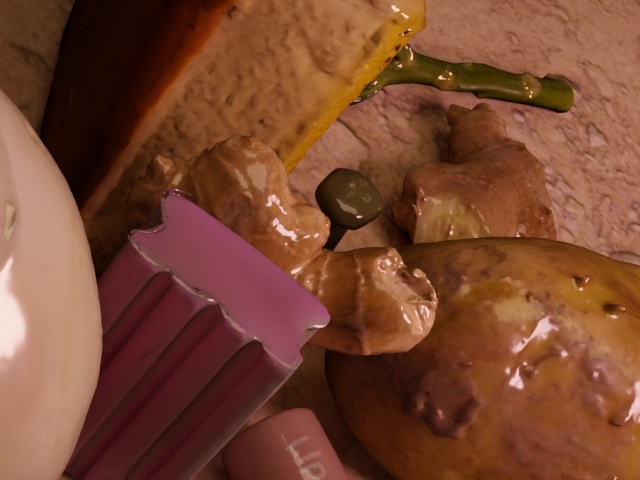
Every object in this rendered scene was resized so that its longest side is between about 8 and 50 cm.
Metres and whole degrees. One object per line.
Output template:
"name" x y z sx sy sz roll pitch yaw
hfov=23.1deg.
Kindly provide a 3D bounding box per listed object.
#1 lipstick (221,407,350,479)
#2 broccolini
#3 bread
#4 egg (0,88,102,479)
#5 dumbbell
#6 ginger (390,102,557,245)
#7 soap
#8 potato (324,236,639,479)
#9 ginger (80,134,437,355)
"lipstick" 0.022 0.229 0.977 0.070 0.070 0.254 -7 58 -41
"broccolini" 0.078 -0.148 1.400 0.392 0.078 0.074 4 40 -44
"bread" -0.064 -0.174 1.087 0.143 0.333 0.323 27 39 -22
"egg" -0.273 0.040 0.767 0.345 0.283 0.283 -8 57 -26
"dumbbell" 0.000 0.000 1.137 0.046 0.118 0.052 42 41 9
"ginger" 0.140 -0.037 1.321 0.137 0.074 0.213 38 34 -2
"soap" -0.097 0.075 0.927 0.122 0.203 0.065 39 42 -4
"potato" 0.128 0.095 1.076 0.266 0.229 0.229 14 46 -23
"ginger" -0.096 0.008 0.973 0.334 0.147 0.081 -1 37 15
